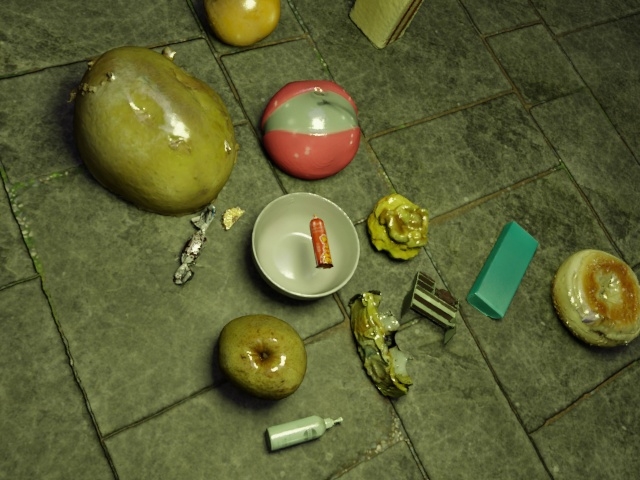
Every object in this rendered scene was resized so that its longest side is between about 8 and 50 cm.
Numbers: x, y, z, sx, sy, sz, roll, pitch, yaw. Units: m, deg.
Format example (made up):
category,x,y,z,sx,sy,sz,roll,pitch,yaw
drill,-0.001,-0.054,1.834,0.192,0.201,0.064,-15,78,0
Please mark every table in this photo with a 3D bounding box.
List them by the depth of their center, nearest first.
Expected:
category,x,y,z,sx,sy,sz,roll,pitch,yaw
table,0.313,0.188,1.479,0.146,0.062,0.175,32,32,-2

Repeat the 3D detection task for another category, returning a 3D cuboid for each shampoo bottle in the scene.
category,x,y,z,sx,sy,sz,roll,pitch,yaw
shampoo bottle,-0.034,0.464,1.282,0.195,0.056,0.056,-10,73,-19

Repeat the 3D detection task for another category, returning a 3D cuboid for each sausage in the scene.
category,x,y,z,sx,sy,sz,roll,pitch,yaw
sausage,0.000,0.000,1.319,0.050,0.048,0.145,-2,68,-22

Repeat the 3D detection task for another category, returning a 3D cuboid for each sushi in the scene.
category,x,y,z,sx,sy,sz,roll,pitch,yaw
sushi,0.167,0.267,1.374,0.131,0.139,0.290,-6,70,-26

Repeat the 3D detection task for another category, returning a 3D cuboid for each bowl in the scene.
category,x,y,z,sx,sy,sz,roll,pitch,yaw
bowl,-0.051,0.029,1.395,0.287,0.144,0.286,5,69,-14

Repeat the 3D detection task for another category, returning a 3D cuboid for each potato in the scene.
category,x,y,z,sx,sy,sz,roll,pitch,yaw
potato,-0.408,-0.307,1.332,0.442,0.319,0.385,40,65,-2

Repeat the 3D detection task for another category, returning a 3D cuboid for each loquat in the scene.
category,x,y,z,sx,sy,sz,roll,pitch,yaw
loquat,-0.240,-0.706,1.576,0.235,0.235,0.234,6,68,-14

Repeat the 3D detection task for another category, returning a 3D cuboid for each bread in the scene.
category,x,y,z,sx,sy,sz,roll,pitch,yaw
bread,0.832,0.178,1.586,0.306,0.159,0.305,7,67,-17

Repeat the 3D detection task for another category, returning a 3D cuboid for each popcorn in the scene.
category,x,y,z,sx,sy,sz,roll,pitch,yaw
popcorn,0.229,-0.046,1.502,0.198,0.155,0.197,12,55,-17

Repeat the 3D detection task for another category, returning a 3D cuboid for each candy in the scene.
category,x,y,z,sx,sy,sz,roll,pitch,yaw
candy,-0.326,0.007,1.360,0.051,0.094,0.226,26,70,-25
candy,0.229,-0.791,1.697,0.135,0.321,0.179,-36,87,-21

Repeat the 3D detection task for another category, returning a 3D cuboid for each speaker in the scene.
category,x,y,z,sx,sy,sz,roll,pitch,yaw
speaker,-0.024,-0.317,1.519,0.295,0.294,0.294,6,68,-14

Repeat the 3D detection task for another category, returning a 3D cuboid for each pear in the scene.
category,x,y,z,sx,sy,sz,roll,pitch,yaw
pear,-0.138,0.272,1.238,0.229,0.211,0.188,32,66,-2

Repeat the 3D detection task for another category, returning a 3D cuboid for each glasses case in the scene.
category,x,y,z,sx,sy,sz,roll,pitch,yaw
glasses case,0.557,0.089,1.594,0.117,0.070,0.301,40,62,-5

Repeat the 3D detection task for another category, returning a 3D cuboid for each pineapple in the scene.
category,x,y,z,sx,sy,sz,roll,pitch,yaw
pineapple,-0.249,-0.066,1.444,0.045,0.019,0.083,38,63,-6
